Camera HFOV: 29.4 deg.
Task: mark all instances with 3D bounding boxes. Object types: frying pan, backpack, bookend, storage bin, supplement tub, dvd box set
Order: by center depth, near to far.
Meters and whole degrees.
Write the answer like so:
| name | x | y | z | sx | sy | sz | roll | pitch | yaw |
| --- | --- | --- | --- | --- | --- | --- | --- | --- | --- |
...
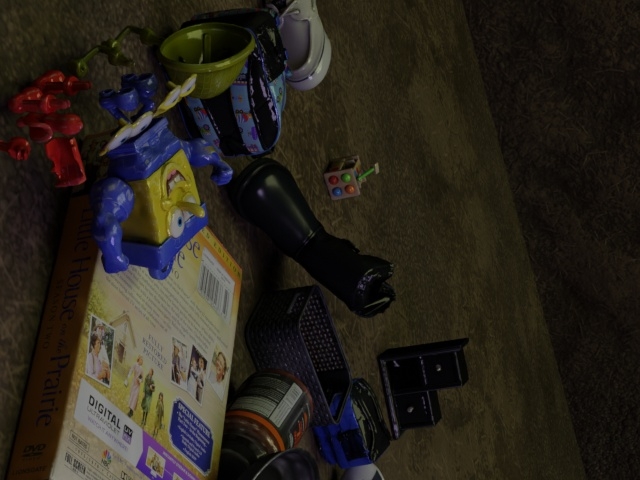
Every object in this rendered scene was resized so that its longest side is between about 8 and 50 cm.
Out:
| name | x | y | z | sx | sy | sz | roll | pitch | yaw |
| --- | --- | --- | --- | --- | --- | --- | --- | --- | --- |
| dvd box set | -0.195 | 0.132 | 1.330 | 0.308 | 0.062 | 0.420 | 55 | 32 | -49 |
| frying pan | -0.071 | 0.390 | 1.429 | 0.197 | 0.053 | 0.326 | -22 | 124 | -53 |
| supplement tub | -0.083 | 0.244 | 1.514 | 0.198 | 0.106 | 0.106 | -50 | 127 | -64 |
| backpack | -0.112 | -0.201 | 1.578 | 0.117 | 0.158 | 0.173 | -56 | 135 | -53 |
| storage bin | -0.028 | 0.167 | 1.731 | 0.122 | 0.084 | 0.180 | -65 | 139 | -58 |
| backpack | 0.039 | 0.273 | 1.836 | 0.098 | 0.101 | 0.120 | -34 | 109 | -70 |
| bookend | 0.198 | 0.266 | 2.191 | 0.072 | 0.156 | 0.157 | -21 | 101 | -70 |

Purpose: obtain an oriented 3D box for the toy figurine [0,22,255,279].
| name | x | y | z | sx | sy | sz | roll | pitch | yaw |
| --- | --- | --- | --- | --- | --- | --- | --- | --- | --- |
| toy figurine | -0.188 | -0.070 | 1.256 | 0.362 | 0.191 | 0.217 | -53 | 139 | -56 |

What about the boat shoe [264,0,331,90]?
| name | x | y | z | sx | sy | sz | roll | pitch | yaw |
| --- | --- | --- | --- | --- | --- | --- | --- | --- | --- |
| boat shoe | -0.045 | -0.365 | 1.933 | 0.088 | 0.096 | 0.268 | 39 | 43 | -55 |

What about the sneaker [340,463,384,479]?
| name | x | y | z | sx | sy | sz | roll | pitch | yaw |
| --- | --- | --- | --- | --- | --- | --- | --- | --- | --- |
| sneaker | 0.041 | 0.408 | 1.782 | 0.153 | 0.094 | 0.235 | 68 | 32 | -51 |

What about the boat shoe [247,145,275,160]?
| name | x | y | z | sx | sy | sz | roll | pitch | yaw |
| --- | --- | --- | --- | --- | --- | --- | --- | --- | --- |
| boat shoe | -0.080 | -0.168 | 1.819 | 0.133 | 0.042 | 0.049 | -77 | 147 | -51 |

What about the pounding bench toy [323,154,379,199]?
| name | x | y | z | sx | sy | sz | roll | pitch | yaw |
| --- | --- | --- | --- | --- | --- | --- | --- | --- | --- |
| pounding bench toy | 0.056 | -0.110 | 2.093 | 0.065 | 0.083 | 0.052 | -66 | 141 | -58 |

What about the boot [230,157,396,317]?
| name | x | y | z | sx | sy | sz | roll | pitch | yaw |
| --- | --- | --- | --- | --- | --- | --- | --- | --- | --- |
| boot | 0.000 | 0.000 | 1.712 | 0.094 | 0.207 | 0.246 | -49 | 148 | -9 |
